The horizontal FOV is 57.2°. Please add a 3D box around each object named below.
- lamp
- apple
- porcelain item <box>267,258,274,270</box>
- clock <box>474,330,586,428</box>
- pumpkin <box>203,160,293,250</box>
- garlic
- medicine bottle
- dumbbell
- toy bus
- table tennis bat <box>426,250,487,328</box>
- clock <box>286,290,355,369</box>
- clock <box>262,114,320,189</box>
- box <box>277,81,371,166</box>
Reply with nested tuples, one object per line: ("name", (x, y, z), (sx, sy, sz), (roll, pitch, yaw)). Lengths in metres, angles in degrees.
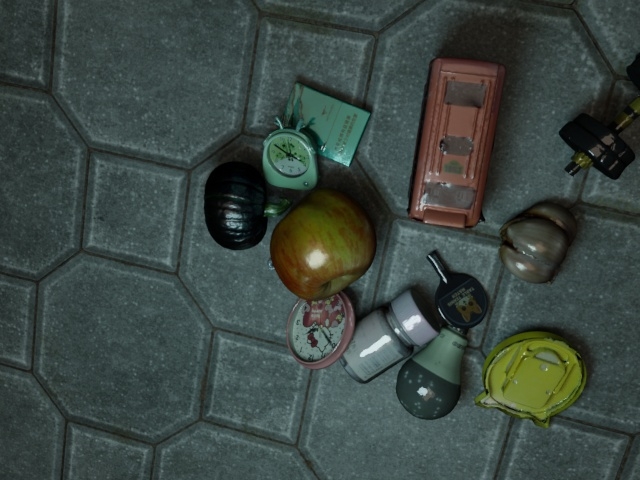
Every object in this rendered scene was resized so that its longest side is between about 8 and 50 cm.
("lamp", (0.321, 0.349, 1.646), (0.181, 0.182, 0.314), (17, 101, 7))
("apple", (0.000, 0.000, 1.579), (0.301, 0.301, 0.302), (2, 103, 10))
("porcelain item", (-0.128, 0.055, 1.739), (0.036, 0.028, 0.083), (37, 108, -2))
("clock", (0.593, 0.378, 1.653), (0.277, 0.071, 0.294), (25, 115, -7))
("pumpkin", (-0.198, -0.094, 1.613), (0.247, 0.248, 0.248), (2, 103, 10))
("garlic", (0.569, 0.007, 1.530), (0.191, 0.160, 0.214), (28, 109, -2))
("medicine bottle", (0.187, 0.270, 1.659), (0.273, 0.165, 0.165), (-37, 94, 15))
("dumbbell", (0.746, -0.305, 1.412), (0.185, 0.185, 0.388), (42, 107, -1))
("toy bus", (0.339, -0.237, 1.480), (0.203, 0.233, 0.427), (8, 103, 8))
("table tennis bat", (0.370, 0.136, 1.640), (0.150, 0.027, 0.236), (-30, 84, -15))
("clock", (0.001, 0.246, 1.677), (0.244, 0.056, 0.245), (-20, 57, 33))
("clock", (-0.077, -0.243, 1.608), (0.159, 0.066, 0.211), (11, 126, 13))
("box", (0.007, -0.321, 1.621), (0.226, 0.042, 0.161), (23, 106, 5))
